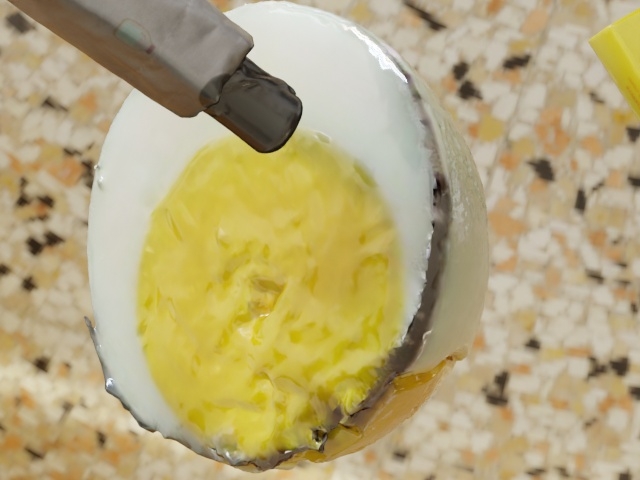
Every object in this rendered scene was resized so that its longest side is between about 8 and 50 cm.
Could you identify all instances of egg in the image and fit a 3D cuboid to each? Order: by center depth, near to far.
[{"bbox_3d":[0.000,0.000,1.239,0.337,0.201,0.337,0,90,36],"label":"egg"}]

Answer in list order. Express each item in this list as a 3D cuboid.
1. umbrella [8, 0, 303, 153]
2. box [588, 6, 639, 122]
[{"bbox_3d":[-0.150,-0.158,0.987,0.337,0.067,0.073,35,166,-15],"label":"umbrella"},{"bbox_3d":[0.200,-0.089,0.783,0.087,0.155,0.023,57,153,6],"label":"box"}]
